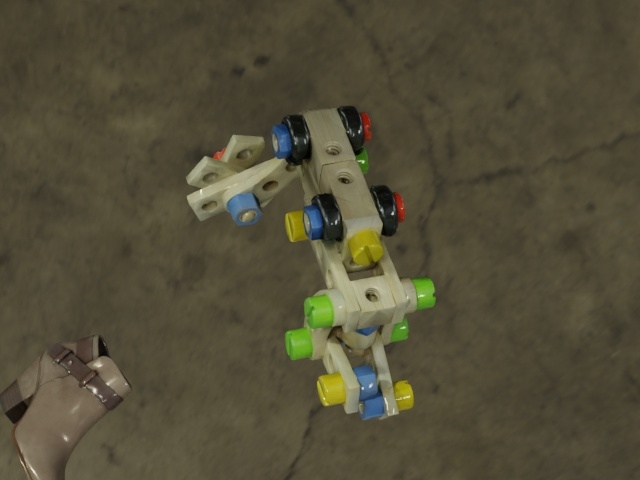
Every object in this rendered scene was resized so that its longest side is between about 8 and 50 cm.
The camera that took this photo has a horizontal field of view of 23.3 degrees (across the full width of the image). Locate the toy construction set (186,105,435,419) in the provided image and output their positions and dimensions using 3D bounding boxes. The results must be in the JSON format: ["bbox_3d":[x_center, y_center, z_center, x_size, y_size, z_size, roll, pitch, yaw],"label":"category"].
[{"bbox_3d":[0.000,0.000,1.491,0.151,0.215,0.327,-23,58,-23],"label":"toy construction set"}]

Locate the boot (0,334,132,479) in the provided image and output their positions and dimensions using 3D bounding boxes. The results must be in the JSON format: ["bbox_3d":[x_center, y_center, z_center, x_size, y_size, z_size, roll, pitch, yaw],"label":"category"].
[{"bbox_3d":[-0.170,0.120,1.071,0.087,0.042,0.118,-28,59,-3],"label":"boot"}]
